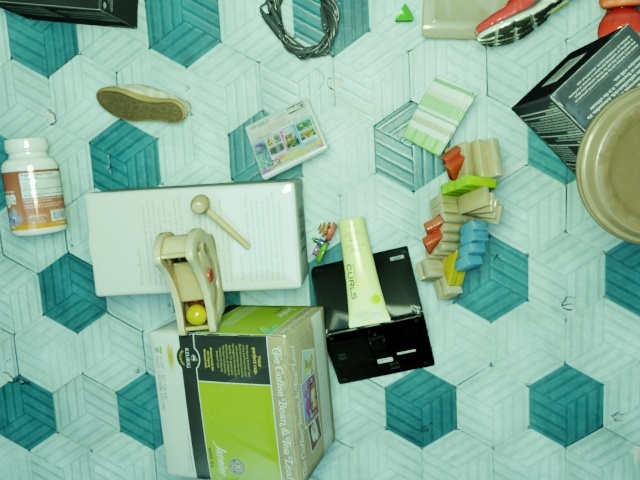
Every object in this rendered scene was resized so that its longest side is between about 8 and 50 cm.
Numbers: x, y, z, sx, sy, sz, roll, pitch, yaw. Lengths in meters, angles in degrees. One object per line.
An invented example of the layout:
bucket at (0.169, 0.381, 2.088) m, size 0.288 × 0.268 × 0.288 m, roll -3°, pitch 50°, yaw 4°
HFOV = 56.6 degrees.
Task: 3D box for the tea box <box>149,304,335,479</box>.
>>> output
tea box at (-0.161, 0.325, 1.296) m, size 0.324 × 0.220 × 0.329 m, roll -1°, pitch 99°, yaw 22°

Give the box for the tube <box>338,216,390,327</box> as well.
tube at (0.090, 0.068, 1.320) m, size 0.070 × 0.062 × 0.240 m, roll -16°, pitch 81°, yaw 50°

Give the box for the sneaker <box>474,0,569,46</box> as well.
sneaker at (0.421, -0.497, 1.188) m, size 0.279 × 0.107 × 0.118 m, roll -34°, pitch 79°, yaw 8°

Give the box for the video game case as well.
video game case at (-0.077, -0.226, 1.309) m, size 0.157 × 0.019 × 0.143 m, roll -25°, pitch 66°, yaw 8°

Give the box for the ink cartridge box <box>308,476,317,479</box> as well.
ink cartridge box at (-0.124, 0.702, 1.432) m, size 0.207 × 0.117 × 0.283 m, roll 22°, pitch 100°, yaw 2°

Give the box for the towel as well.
towel at (0.254, -0.268, 1.280) m, size 0.113 × 0.023 × 0.152 m, roll 38°, pitch 105°, yaw 37°

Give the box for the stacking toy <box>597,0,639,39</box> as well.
stacking toy at (0.610, -0.547, 1.179) m, size 0.141 × 0.141 × 0.330 m, roll -3°, pitch 102°, yaw 6°

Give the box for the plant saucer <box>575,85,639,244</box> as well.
plant saucer at (0.572, -0.125, 0.987) m, size 0.278 × 0.041 × 0.277 m, roll 1°, pitch 99°, yaw 4°

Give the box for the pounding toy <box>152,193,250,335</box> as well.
pounding toy at (-0.224, 0.048, 1.165) m, size 0.155 × 0.154 × 0.269 m, roll -7°, pitch 100°, yaw 7°

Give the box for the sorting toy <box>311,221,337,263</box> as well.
sorting toy at (0.000, 0.000, 1.347) m, size 0.042 × 0.061 × 0.102 m, roll 25°, pitch 77°, yaw 2°

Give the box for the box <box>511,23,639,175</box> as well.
box at (0.563, -0.222, 1.143) m, size 0.183 × 0.296 × 0.294 m, roll -44°, pitch 93°, yaw 10°

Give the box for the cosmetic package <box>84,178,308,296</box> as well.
cosmetic package at (-0.263, -0.010, 1.319) m, size 0.453 × 0.161 × 0.230 m, roll -2°, pitch 99°, yaw 5°

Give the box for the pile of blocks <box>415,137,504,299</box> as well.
pile of blocks at (0.284, -0.042, 1.251) m, size 0.113 × 0.149 × 0.362 m, roll 3°, pitch 101°, yaw -29°

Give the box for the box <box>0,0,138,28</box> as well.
box at (-0.546, -0.525, 1.260) m, size 0.261 × 0.184 × 0.103 m, roll 7°, pitch 97°, yaw 4°

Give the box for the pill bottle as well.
pill bottle at (-0.658, -0.123, 1.361) m, size 0.121 × 0.121 × 0.216 m, roll -5°, pitch 97°, yaw 6°

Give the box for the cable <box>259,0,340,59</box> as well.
cable at (-0.033, -0.484, 1.292) m, size 0.150 × 0.047 × 0.184 m, roll -40°, pitch 90°, yaw 5°

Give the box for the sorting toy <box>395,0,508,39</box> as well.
sorting toy at (0.308, -0.524, 1.247) m, size 0.348 × 0.047 × 0.196 m, roll 2°, pitch 102°, yaw 3°

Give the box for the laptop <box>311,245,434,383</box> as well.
laptop at (0.122, 0.179, 1.386) m, size 0.234 × 0.136 × 0.264 m, roll -13°, pitch 122°, yaw 8°

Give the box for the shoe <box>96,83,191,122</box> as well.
shoe at (-0.399, -0.311, 1.347) m, size 0.219 × 0.058 × 0.076 m, roll 12°, pitch 130°, yaw 8°
